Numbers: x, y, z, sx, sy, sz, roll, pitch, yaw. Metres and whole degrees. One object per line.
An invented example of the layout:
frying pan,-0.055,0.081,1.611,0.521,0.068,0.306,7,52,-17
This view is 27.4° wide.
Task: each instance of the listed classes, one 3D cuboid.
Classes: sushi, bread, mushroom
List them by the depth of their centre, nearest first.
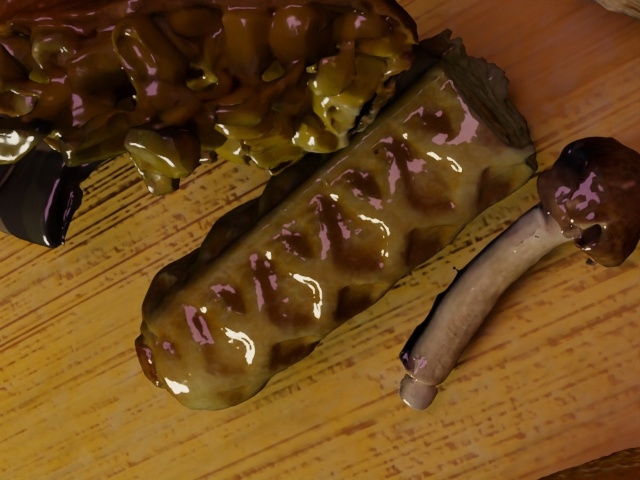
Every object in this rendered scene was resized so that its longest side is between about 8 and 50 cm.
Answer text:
sushi,-0.086,-0.093,0.687,0.296,0.167,0.179,8,72,18
mushroom,0.106,0.020,0.693,0.187,0.061,0.060,-48,45,29
bread,-0.001,-0.001,0.735,0.269,0.087,0.098,-40,77,20

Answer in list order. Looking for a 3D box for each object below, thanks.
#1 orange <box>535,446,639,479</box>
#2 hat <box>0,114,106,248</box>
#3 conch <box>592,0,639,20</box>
orange,0.106,0.241,0.582,0.335,0.196,0.262,-39,48,28
hat,-0.167,-0.209,0.865,0.382,0.257,0.366,-28,101,-11
conch,0.157,-0.202,0.671,0.178,0.163,0.245,-47,34,-22
